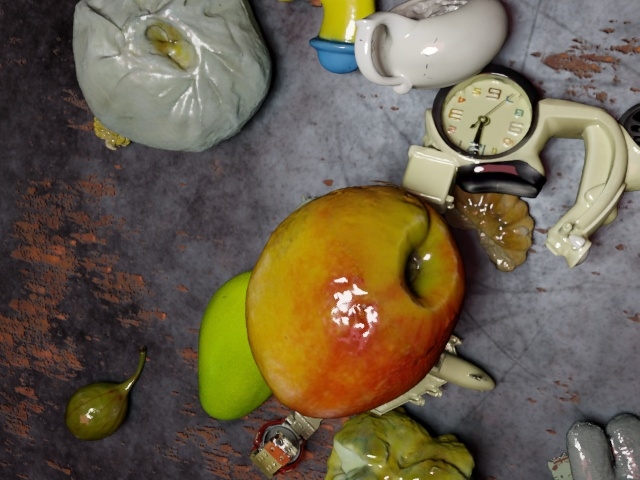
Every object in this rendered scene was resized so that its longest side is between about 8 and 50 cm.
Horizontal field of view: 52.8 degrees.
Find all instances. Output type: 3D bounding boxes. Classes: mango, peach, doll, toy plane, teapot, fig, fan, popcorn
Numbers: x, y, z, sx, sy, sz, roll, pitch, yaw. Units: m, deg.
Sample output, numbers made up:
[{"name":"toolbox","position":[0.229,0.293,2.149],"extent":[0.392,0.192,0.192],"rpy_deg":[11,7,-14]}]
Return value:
[{"name":"mango","position":[-0.144,0.202,1.209],"extent":[0.192,0.156,0.343],"rpy_deg":[36,113,19]},{"name":"peach","position":[0.040,0.090,0.958],"extent":[0.290,0.372,0.372],"rpy_deg":[12,108,-27]},{"name":"doll","position":[0.477,0.453,1.046],"extent":[0.246,0.158,0.340],"rpy_deg":[-11,79,-9]},{"name":"toy plane","position":[0.179,0.201,1.112],"extent":[0.256,0.104,0.241],"rpy_deg":[21,79,12]},{"name":"doll","position":[0.005,-0.442,1.053],"extent":[0.199,0.145,0.362],"rpy_deg":[-27,93,34]},{"name":"teapot","position":[0.163,-0.311,0.961],"extent":[0.208,0.300,0.165],"rpy_deg":[26,132,34]},{"name":"fig","position":[-0.443,0.322,1.383],"extent":[0.124,0.124,0.236],"rpy_deg":[42,87,9]},{"name":"fan","position":[0.432,0.406,1.109],"extent":[0.056,0.004,0.083],"rpy_deg":[-36,85,21]},{"name":"popcorn","position":[0.135,0.411,1.106],"extent":[0.277,0.225,0.276],"rpy_deg":[-1,73,4]}]

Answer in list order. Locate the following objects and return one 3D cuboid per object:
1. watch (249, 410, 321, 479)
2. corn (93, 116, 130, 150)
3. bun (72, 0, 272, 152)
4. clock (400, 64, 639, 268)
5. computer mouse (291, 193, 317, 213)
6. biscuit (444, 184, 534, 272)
[{"name":"watch","position":[-0.038,0.341,1.162],"extent":[0.102,0.165,0.268],"rpy_deg":[44,147,7]},{"name":"corn","position":[-0.373,-0.315,1.248],"extent":[0.087,0.086,0.288],"rpy_deg":[25,105,15]},{"name":"bun","position":[-0.264,-0.314,1.108],"extent":[0.355,0.194,0.354],"rpy_deg":[0,100,1]},{"name":"clock","position":[0.331,-0.116,0.979],"extent":[0.379,0.120,0.276],"rpy_deg":[19,81,18]},{"name":"computer mouse","position":[0.000,0.000,1.174],"extent":[0.089,0.056,0.181],"rpy_deg":[-21,84,17]},{"name":"biscuit","position":[0.279,-0.039,1.062],"extent":[0.183,0.061,0.118],"rpy_deg":[46,109,9]}]
